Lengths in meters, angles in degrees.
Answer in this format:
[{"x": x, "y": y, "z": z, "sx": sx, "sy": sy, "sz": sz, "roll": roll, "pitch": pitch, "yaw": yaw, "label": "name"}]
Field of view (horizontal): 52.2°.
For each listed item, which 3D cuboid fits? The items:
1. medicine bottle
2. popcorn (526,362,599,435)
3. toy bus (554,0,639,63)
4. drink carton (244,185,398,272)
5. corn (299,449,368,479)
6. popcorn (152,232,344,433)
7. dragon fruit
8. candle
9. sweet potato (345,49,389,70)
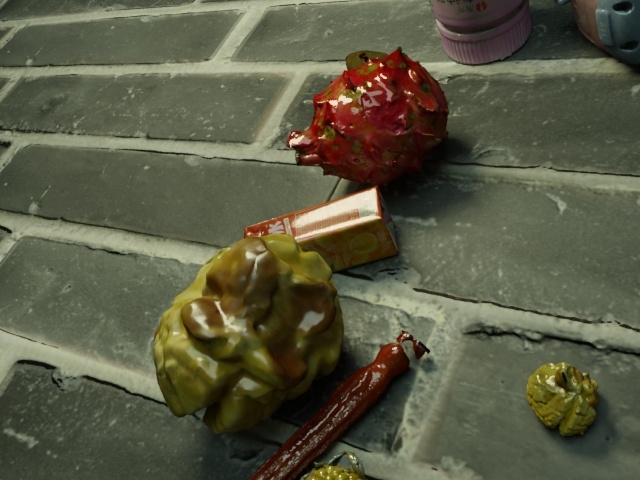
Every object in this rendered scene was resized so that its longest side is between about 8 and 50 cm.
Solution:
[{"x": 0.268, "y": -0.476, "z": 1.146, "sx": 0.178, "sy": 0.290, "sz": 0.178, "roll": -13, "pitch": 49, "yaw": 15, "label": "medicine bottle"}, {"x": 0.278, "y": 0.173, "z": 0.749, "sx": 0.084, "sy": 0.084, "sz": 0.084, "roll": -14, "pitch": 48, "yaw": 16, "label": "popcorn"}, {"x": 0.544, "y": -0.426, "z": 1.051, "sx": 0.294, "sy": 0.197, "sz": 0.232, "roll": -33, "pitch": 36, "yaw": 0, "label": "toy bus"}, {"x": 0.000, "y": 0.000, "z": 1.016, "sx": 0.223, "sy": 0.096, "sz": 0.071, "roll": -17, "pitch": 48, "yaw": 13, "label": "drink carton"}, {"x": 0.082, "y": 0.351, "z": 0.687, "sx": 0.106, "sy": 0.106, "sz": 0.293, "roll": -42, "pitch": 52, "yaw": -11, "label": "corn"}, {"x": -0.111, "y": 0.136, "z": 0.889, "sx": 0.332, "sy": 0.225, "sz": 0.265, "roll": -22, "pitch": 30, "yaw": 38, "label": "popcorn"}, {"x": 0.079, "y": -0.183, "z": 1.065, "sx": 0.268, "sy": 0.210, "sz": 0.205, "roll": -23, "pitch": 74, "yaw": 2, "label": "dragon fruit"}, {"x": 0.008, "y": 0.239, "z": 0.850, "sx": 0.329, "sy": 0.048, "sz": 0.051, "roll": -42, "pitch": 6, "yaw": -10, "label": "candle"}, {"x": 0.121, "y": -0.312, "z": 1.235, "sx": 0.075, "sy": 0.075, "sz": 0.269, "roll": -44, "pitch": 51, "yaw": -12, "label": "sweet potato"}]
